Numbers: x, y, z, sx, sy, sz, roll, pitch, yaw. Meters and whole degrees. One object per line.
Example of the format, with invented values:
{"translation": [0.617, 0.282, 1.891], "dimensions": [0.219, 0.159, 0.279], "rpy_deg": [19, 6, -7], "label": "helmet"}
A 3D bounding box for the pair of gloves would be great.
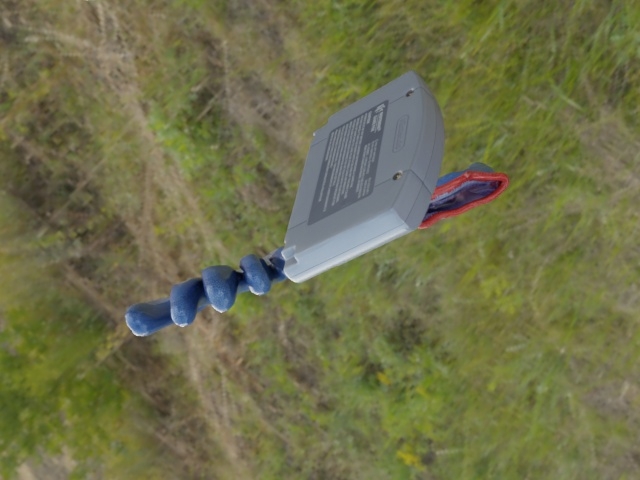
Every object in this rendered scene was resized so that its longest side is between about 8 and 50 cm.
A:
{"translation": [0.000, 0.000, 0.489], "dimensions": [0.159, 0.198, 0.023], "rpy_deg": [-173, 61, -87], "label": "pair of gloves"}

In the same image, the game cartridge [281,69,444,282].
{"translation": [0.017, -0.025, 0.343], "dimensions": [0.056, 0.083, 0.017], "rpy_deg": [-29, 120, 32], "label": "game cartridge"}
